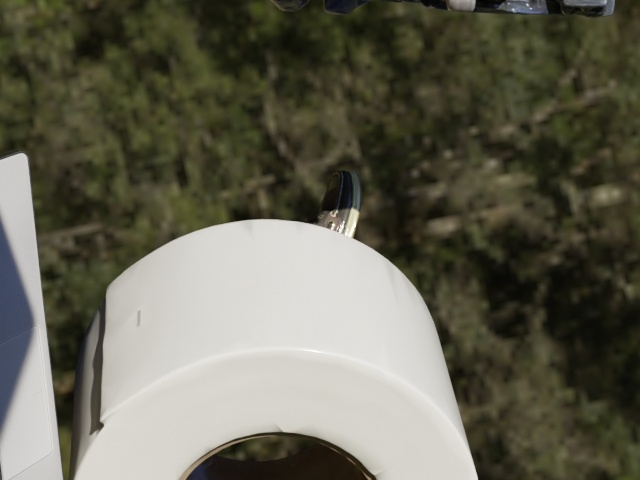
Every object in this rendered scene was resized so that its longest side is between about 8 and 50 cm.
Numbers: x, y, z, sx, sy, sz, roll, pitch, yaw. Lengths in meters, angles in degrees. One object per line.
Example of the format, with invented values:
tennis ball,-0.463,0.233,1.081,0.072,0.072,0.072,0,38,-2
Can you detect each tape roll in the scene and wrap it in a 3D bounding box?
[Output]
tape roll,-0.033,0.130,1.195,0.169,0.246,0.246,-99,175,-64

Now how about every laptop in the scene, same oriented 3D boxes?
laptop,-0.220,0.156,1.447,0.408,0.236,0.382,-30,118,-63

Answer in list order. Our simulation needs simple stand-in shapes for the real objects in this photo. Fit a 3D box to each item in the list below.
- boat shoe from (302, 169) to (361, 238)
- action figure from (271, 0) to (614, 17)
boat shoe,0.000,0.000,1.769,0.056,0.049,0.152,140,-33,-60
action figure,0.074,-0.260,1.459,0.330,0.341,0.178,-168,-99,-82
